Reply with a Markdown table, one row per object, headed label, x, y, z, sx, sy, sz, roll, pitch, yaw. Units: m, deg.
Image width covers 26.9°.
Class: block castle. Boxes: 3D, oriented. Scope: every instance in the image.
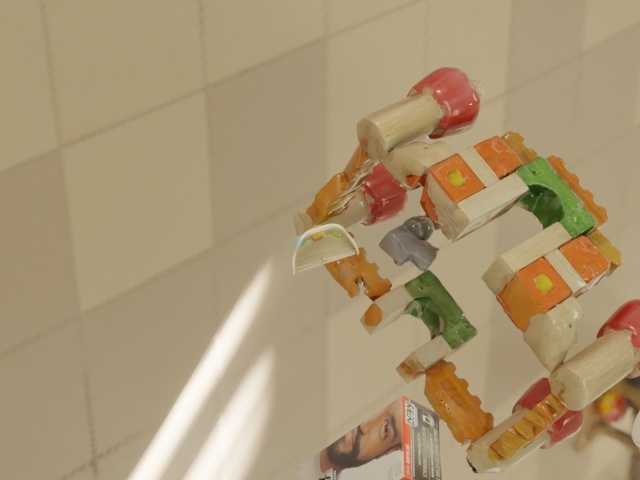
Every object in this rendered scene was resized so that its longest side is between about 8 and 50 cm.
| label | x | y | z | sx | sy | sz | roll | pitch | yaw |
| --- | --- | --- | --- | --- | --- | --- | --- | --- | --- |
| block castle | 0.202 | 0.033 | 1.658 | 0.212 | 0.453 | 0.303 | -28 | 163 | -35 |

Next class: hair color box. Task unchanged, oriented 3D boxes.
| label | x | y | z | sx | sy | sz | roll | pitch | yaw |
| --- | --- | --- | --- | --- | --- | --- | --- | --- | --- |
| hair color box | 0.044 | 0.232 | 1.294 | 0.053 | 0.167 | 0.093 | 30 | 40 | -27 |

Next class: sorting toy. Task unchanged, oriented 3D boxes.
| label | x | y | z | sx | sy | sz | roll | pitch | yaw |
| --- | --- | --- | --- | --- | --- | --- | --- | --- | --- |
| sorting toy | 0.000 | 0.000 | 1.559 | 0.083 | 0.045 | 0.075 | -17 | 164 | -5 |

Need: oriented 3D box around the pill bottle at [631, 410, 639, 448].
| label | x | y | z | sx | sy | sz | roll | pitch | yaw |
| --- | --- | --- | --- | --- | --- | --- | --- | --- | --- |
| pill bottle | 0.498 | 0.292 | 1.489 | 0.318 | 0.176 | 0.176 | 47 | 65 | -8 |
